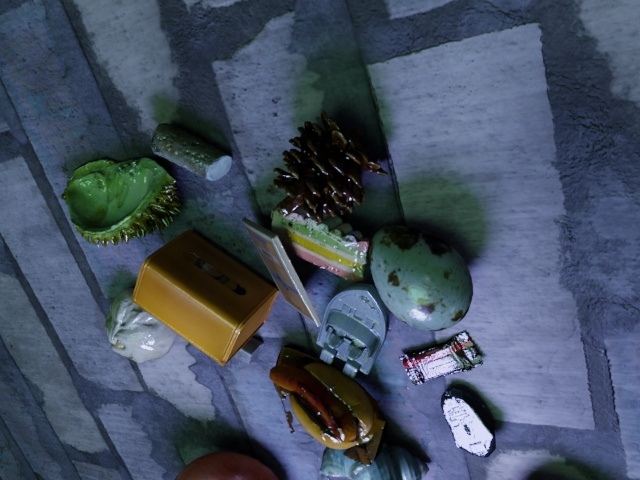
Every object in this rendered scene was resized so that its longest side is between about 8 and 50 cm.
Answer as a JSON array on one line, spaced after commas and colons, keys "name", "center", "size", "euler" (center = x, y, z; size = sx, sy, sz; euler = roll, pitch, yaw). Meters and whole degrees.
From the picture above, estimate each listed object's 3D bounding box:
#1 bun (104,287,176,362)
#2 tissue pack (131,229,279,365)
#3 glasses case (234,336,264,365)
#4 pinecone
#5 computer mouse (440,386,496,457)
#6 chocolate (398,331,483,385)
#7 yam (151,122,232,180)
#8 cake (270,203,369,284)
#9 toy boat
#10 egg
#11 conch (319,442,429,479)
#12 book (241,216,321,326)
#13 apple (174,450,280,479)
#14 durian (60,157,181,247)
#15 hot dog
[{"name": "bun", "center": [-0.513, 0.247, 1.641], "size": [0.231, 0.133, 0.231], "euler": [15, 125, 23]}, {"name": "tissue pack", "center": [-0.265, 0.124, 1.396], "size": [0.274, 0.194, 0.145], "euler": [33, 124, 8]}, {"name": "glasses case", "center": [-0.250, 0.241, 1.527], "size": [0.204, 0.071, 0.047], "euler": [27, 124, 14]}, {"name": "pinecone", "center": [0.006, -0.124, 1.115], "size": [0.185, 0.168, 0.212], "euler": [46, 117, 17]}, {"name": "computer mouse", "center": [0.329, 0.395, 1.302], "size": [0.099, 0.057, 0.172], "euler": [-32, 87, 40]}, {"name": "chocolate", "center": [0.258, 0.259, 1.280], "size": [0.182, 0.028, 0.086], "euler": [-31, 92, 37]}, {"name": "yam", "center": [-0.286, -0.192, 1.299], "size": [0.179, 0.078, 0.078], "euler": [29, 127, 11]}, {"name": "cake", "center": [0.011, -0.009, 1.217], "size": [0.225, 0.090, 0.110], "euler": [26, 127, 20]}, {"name": "toy boat", "center": [0.071, 0.185, 1.255], "size": [0.141, 0.092, 0.320], "euler": [29, 144, 13]}, {"name": "egg", "center": [0.185, 0.066, 1.122], "size": [0.231, 0.169, 0.169], "euler": [47, 131, 20]}, {"name": "conch", "center": [0.126, 0.560, 1.444], "size": [0.277, 0.196, 0.220], "euler": [-6, 141, 7]}, {"name": "book", "center": [-0.086, 0.068, 1.291], "size": [0.170, 0.018, 0.242], "euler": [27, 147, 57]}, {"name": "apple", "center": [-0.279, 0.780, 1.681], "size": [0.363, 0.364, 0.364], "euler": [14, 122, 22]}, {"name": "durian", "center": [-0.506, -0.095, 1.432], "size": [0.394, 0.163, 0.198], "euler": [9, 118, 32]}, {"name": "hot dog", "center": [-0.004, 0.378, 1.366], "size": [0.325, 0.107, 0.194], "euler": [21, 82, 24]}]
